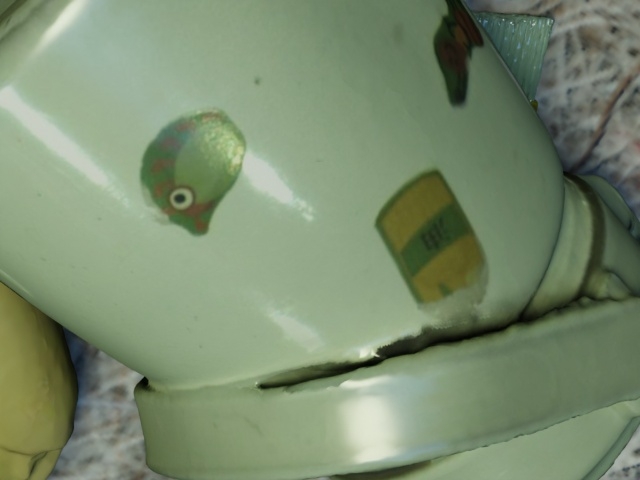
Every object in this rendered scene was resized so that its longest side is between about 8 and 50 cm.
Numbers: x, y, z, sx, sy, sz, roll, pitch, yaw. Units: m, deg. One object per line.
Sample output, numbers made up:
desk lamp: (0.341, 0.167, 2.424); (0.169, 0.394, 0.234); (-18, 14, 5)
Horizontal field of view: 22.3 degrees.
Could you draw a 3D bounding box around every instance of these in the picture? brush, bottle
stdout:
brush: (0.054, -0.011, 0.773); (0.083, 0.011, 0.205); (2, 112, -13)
bottle: (0.000, 0.000, 0.659); (0.229, 0.229, 0.351); (-43, 116, 7)

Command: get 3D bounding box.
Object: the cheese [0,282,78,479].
cheese: (-0.217, 0.062, 0.697); (0.214, 0.117, 0.226); (-45, 118, 4)
